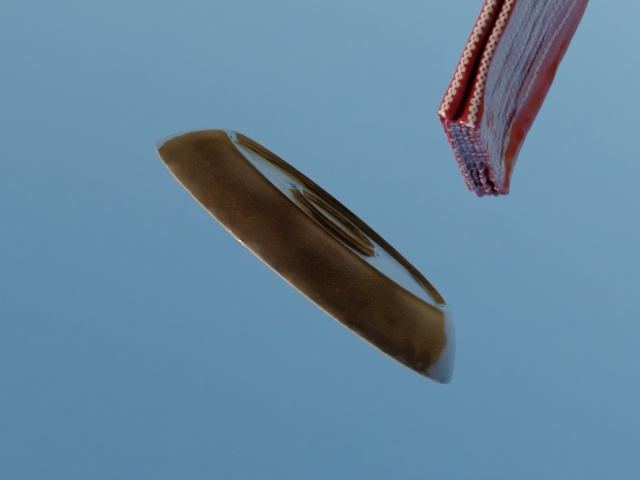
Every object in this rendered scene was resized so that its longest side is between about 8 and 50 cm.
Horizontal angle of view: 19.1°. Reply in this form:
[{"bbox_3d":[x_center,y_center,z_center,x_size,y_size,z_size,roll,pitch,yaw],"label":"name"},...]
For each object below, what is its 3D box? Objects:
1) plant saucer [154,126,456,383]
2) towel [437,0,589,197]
[{"bbox_3d":[0.000,0.000,1.553,0.311,0.050,0.310,38,-173,-6],"label":"plant saucer"},{"bbox_3d":[0.140,-0.139,1.296,0.031,0.198,0.275,22,176,12],"label":"towel"}]
